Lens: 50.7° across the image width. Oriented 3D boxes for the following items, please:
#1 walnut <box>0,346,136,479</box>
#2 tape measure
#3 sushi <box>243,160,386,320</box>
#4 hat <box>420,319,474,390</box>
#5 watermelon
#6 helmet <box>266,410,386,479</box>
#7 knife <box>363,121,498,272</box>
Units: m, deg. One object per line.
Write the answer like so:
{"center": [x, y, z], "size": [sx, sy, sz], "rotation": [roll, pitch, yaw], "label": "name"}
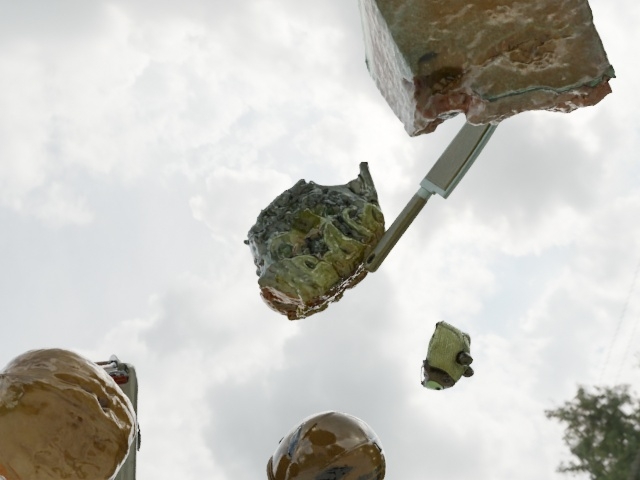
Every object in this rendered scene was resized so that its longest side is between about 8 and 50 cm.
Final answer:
{"center": [-0.368, 0.256, 0.937], "size": [0.195, 0.195, 0.221], "rotation": [-33, -63, -3], "label": "walnut"}
{"center": [-0.390, 0.323, 1.182], "size": [0.130, 0.265, 0.258], "rotation": [-3, -83, -26], "label": "tape measure"}
{"center": [0.000, 0.000, 1.133], "size": [0.274, 0.184, 0.139], "rotation": [-39, -19, -22], "label": "sushi"}
{"center": [0.157, 0.143, 0.818], "size": [0.059, 0.076, 0.077], "rotation": [10, -43, 19], "label": "hat"}
{"center": [0.180, -0.248, 0.815], "size": [0.264, 0.302, 0.151], "rotation": [-14, -20, 9], "label": "watermelon"}
{"center": [0.023, 0.372, 1.169], "size": [0.224, 0.198, 0.130], "rotation": [5, -70, -52], "label": "helmet"}
{"center": [0.180, -0.083, 1.022], "size": [0.027, 0.061, 0.343], "rotation": [30, -81, -40], "label": "knife"}
